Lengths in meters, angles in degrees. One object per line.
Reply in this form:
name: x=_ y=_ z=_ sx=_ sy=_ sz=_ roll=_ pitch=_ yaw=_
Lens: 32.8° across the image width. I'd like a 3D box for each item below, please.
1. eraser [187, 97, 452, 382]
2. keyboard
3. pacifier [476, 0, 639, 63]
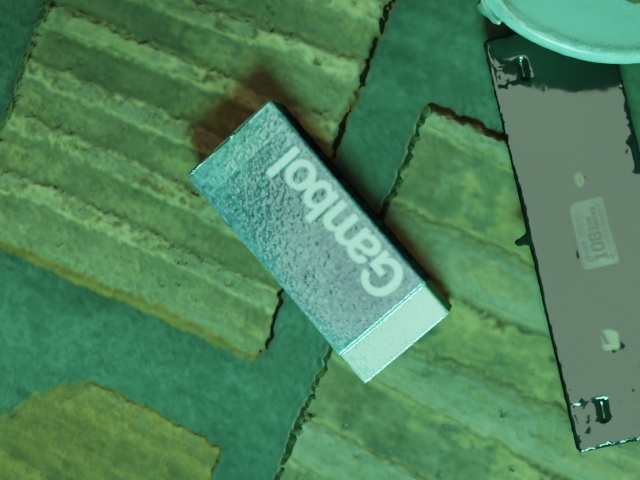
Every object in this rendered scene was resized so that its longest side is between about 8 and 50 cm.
eraser: x=0.000 y=0.000 z=0.842 sx=0.092 sy=0.046 sz=0.212 roll=-41 pitch=86 yaw=11
keyboard: x=0.199 y=-0.004 z=0.812 sx=0.106 sy=0.027 sz=0.317 roll=-12 pitch=91 yaw=8
pacifier: x=0.183 y=-0.293 z=0.685 sx=0.288 sy=0.269 sz=0.343 roll=-38 pitch=89 yaw=-14
